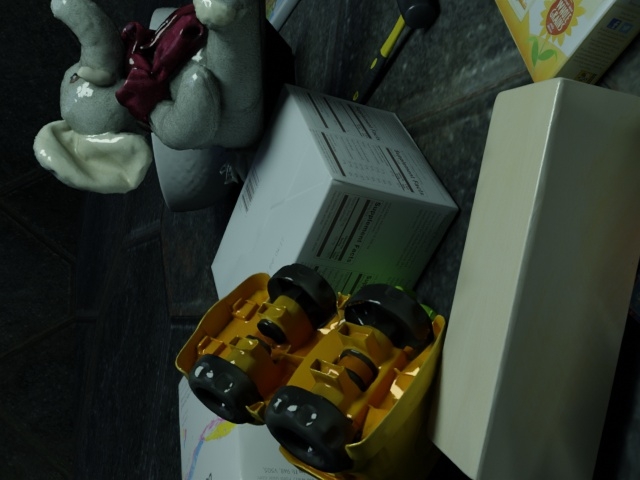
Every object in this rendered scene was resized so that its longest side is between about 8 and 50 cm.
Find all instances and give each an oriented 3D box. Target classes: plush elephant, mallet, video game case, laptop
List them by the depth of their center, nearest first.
[{"bbox_3d":[-0.191,-0.193,0.911,0.271,0.256,0.329,-92,3,-46],"label":"plush elephant"},{"bbox_3d":[0.081,-0.219,0.934,0.189,0.039,0.062,117,150,-42],"label":"mallet"},{"bbox_3d":[-0.109,-0.196,1.213,0.264,0.137,0.234,-47,39,50],"label":"laptop"},{"bbox_3d":[-0.076,-0.452,1.385,0.212,0.023,0.193,-40,45,55],"label":"video game case"}]

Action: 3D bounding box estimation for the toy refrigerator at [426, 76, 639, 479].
[{"bbox_3d":[0.160,0.031,0.569,0.102,0.094,0.269,-163,84,-78],"label":"toy refrigerator"}]

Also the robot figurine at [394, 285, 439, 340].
[{"bbox_3d":[0.075,0.096,0.763,0.115,0.067,0.101,-24,65,61],"label":"robot figurine"}]

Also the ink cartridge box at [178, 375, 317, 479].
[{"bbox_3d":[-0.088,0.283,0.983,0.207,0.119,0.353,-58,32,39],"label":"ink cartridge box"}]

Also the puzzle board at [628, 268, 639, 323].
[{"bbox_3d":[0.244,0.013,0.493,0.096,0.011,0.128,-121,47,-57],"label":"puzzle board"}]

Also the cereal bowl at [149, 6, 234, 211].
[{"bbox_3d":[-0.193,-0.218,1.340,0.339,0.141,0.338,178,90,-87],"label":"cereal bowl"}]

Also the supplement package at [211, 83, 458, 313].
[{"bbox_3d":[0.000,0.000,0.876,0.261,0.145,0.204,-64,29,29],"label":"supplement package"}]

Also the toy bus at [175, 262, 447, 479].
[{"bbox_3d":[0.012,0.146,0.707,0.220,0.211,0.149,14,51,37],"label":"toy bus"}]

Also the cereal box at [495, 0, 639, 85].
[{"bbox_3d":[0.225,-0.249,0.600,0.240,0.047,0.172,-55,34,43],"label":"cereal box"}]
